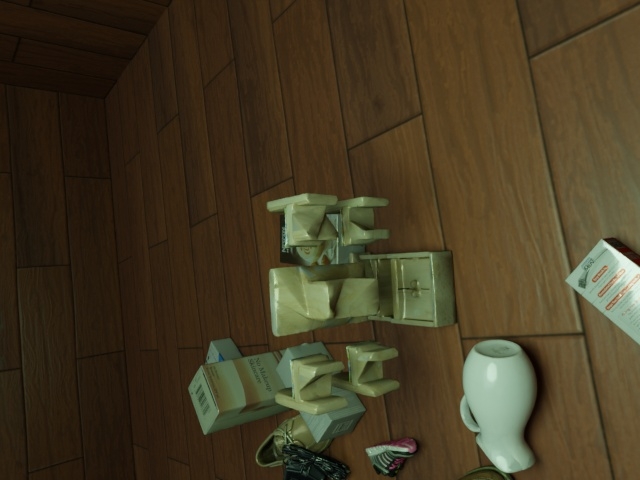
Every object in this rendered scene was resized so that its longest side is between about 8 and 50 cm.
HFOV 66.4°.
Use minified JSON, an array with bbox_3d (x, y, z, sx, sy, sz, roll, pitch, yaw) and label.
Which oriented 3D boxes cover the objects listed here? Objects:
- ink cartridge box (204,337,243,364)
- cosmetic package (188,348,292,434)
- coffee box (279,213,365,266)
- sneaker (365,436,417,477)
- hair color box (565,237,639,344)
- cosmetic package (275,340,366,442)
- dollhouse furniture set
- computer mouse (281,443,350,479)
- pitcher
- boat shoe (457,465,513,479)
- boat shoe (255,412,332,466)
[{"bbox_3d":[-0.349,0.478,1.748,0.148,0.086,0.203,41,121,42],"label":"ink cartridge box"},{"bbox_3d":[-0.203,0.425,1.402,0.153,0.296,0.129,57,130,31],"label":"cosmetic package"},{"bbox_3d":[0.000,0.000,1.291,0.247,0.098,0.141,2,93,51],"label":"coffee box"},{"bbox_3d":[0.171,0.505,1.130,0.170,0.063,0.074,-41,60,49],"label":"sneaker"},{"bbox_3d":[0.477,0.082,0.744,0.167,0.053,0.093,51,129,35],"label":"hair color box"},{"bbox_3d":[-0.004,0.391,1.290,0.238,0.127,0.107,51,127,39],"label":"cosmetic package"},{"bbox_3d":[0.050,0.107,1.000,0.257,0.394,0.361,-6,86,51],"label":"dollhouse furniture set"},{"bbox_3d":[-0.036,0.659,1.358,0.189,0.072,0.272,21,122,6],"label":"computer mouse"},{"bbox_3d":[0.316,0.289,0.911,0.178,0.126,0.207,-162,63,-65],"label":"pitcher"},{"bbox_3d":[0.266,0.558,0.979,0.110,0.105,0.307,57,132,33],"label":"boat shoe"},{"bbox_3d":[-0.076,0.573,1.396,0.341,0.110,0.121,-53,52,38],"label":"boat shoe"}]
